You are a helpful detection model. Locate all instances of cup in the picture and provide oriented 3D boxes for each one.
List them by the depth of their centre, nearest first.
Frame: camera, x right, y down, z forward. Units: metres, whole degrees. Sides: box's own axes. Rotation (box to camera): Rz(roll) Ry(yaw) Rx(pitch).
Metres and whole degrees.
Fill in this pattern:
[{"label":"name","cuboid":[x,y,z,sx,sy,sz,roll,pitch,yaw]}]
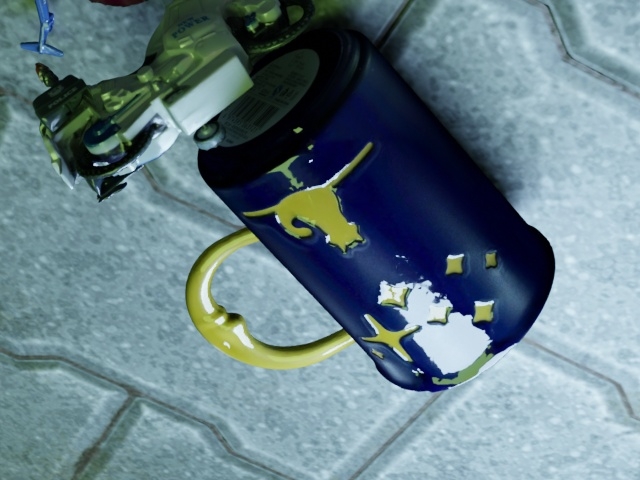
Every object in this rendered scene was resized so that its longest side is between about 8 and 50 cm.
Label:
[{"label":"cup","cuboid":[0.011,0.003,1.140,0.255,0.178,0.256,-46,117,-2]}]

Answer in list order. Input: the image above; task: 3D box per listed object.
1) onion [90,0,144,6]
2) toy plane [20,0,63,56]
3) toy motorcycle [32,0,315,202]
[{"label":"onion","cuboid":[-0.143,-0.220,1.035,0.115,0.104,0.115,-2,107,-5]},{"label":"toy plane","cuboid":[-0.217,-0.204,1.114,0.054,0.062,0.167,11,148,4]},{"label":"toy motorcycle","cuboid":[-0.115,-0.125,1.084,0.150,0.221,0.102,40,165,50]}]
